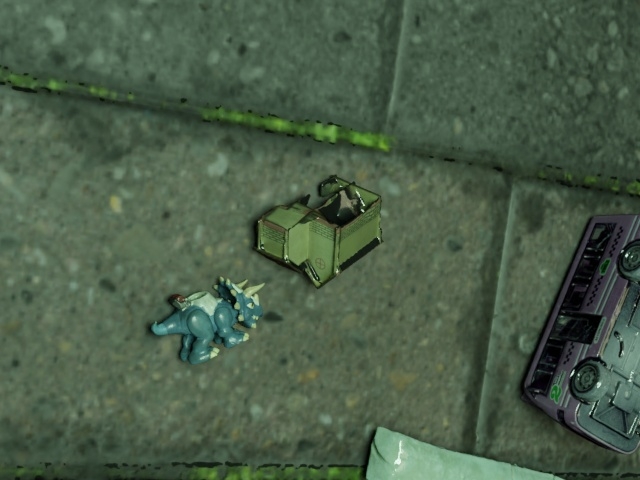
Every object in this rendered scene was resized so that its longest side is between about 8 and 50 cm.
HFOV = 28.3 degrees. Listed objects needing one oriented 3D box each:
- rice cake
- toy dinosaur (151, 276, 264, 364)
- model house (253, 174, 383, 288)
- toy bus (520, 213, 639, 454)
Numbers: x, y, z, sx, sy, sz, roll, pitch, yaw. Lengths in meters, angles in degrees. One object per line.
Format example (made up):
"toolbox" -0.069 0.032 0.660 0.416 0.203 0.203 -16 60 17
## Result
"rice cake" 0.138 0.190 0.989 0.245 0.042 0.045 19 75 -32
"toy dinosaur" -0.075 0.052 0.855 0.083 0.030 0.047 -24 107 -27
"model house" 0.000 0.000 0.886 0.083 0.057 0.058 -37 141 -42
"toy bus" 0.231 0.072 1.002 0.086 0.098 0.178 31 77 -31
